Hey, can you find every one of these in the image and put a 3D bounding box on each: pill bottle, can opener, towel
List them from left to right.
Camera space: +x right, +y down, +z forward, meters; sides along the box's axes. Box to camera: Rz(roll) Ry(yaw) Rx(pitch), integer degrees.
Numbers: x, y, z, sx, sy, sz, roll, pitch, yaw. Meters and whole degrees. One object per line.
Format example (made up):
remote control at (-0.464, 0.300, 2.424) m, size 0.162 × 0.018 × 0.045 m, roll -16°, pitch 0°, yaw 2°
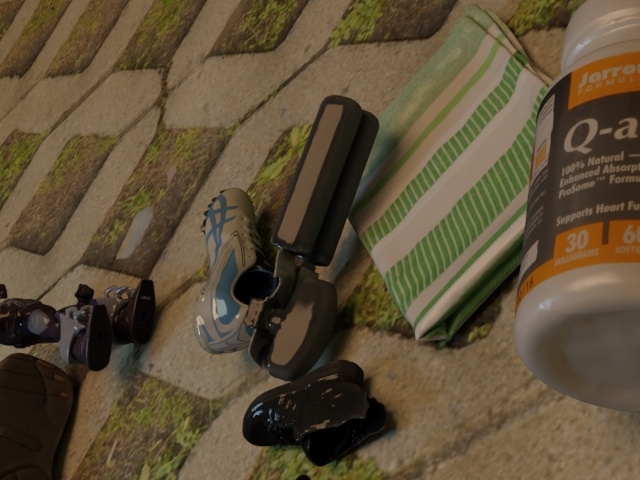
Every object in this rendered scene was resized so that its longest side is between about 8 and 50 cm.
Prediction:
can opener at (0.000, 0.000, 1.264) m, size 0.093 × 0.074 × 0.280 m, roll 12°, pitch 80°, yaw 31°
towel at (0.124, -0.070, 1.205) m, size 0.248 × 0.038 × 0.325 m, roll -49°, pitch 30°, yaw 14°
pill bottle at (0.223, -0.036, 0.897) m, size 0.162 × 0.162 × 0.278 m, roll -26°, pitch 42°, yaw 43°

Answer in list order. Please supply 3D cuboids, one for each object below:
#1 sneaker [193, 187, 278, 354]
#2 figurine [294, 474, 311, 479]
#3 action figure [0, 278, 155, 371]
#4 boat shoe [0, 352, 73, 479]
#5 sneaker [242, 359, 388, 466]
sneaker at (-0.082, 0.027, 1.388) m, size 0.086 × 0.085 × 0.237 m, roll -16°, pitch 39°, yaw 13°
figurine at (-0.079, 0.321, 1.088) m, size 0.215 × 0.092 × 0.209 m, roll -42°, pitch 24°, yaw 26°
action figure at (-0.331, 0.096, 1.610) m, size 0.285 × 0.185 × 0.099 m, roll 1°, pitch 96°, yaw 41°
boat shoe at (-0.388, 0.297, 1.537) m, size 0.130 × 0.132 × 0.355 m, roll -50°, pitch 15°, yaw 40°
sneaker at (-0.010, 0.164, 1.159) m, size 0.170 × 0.051 × 0.089 m, roll -33°, pitch 32°, yaw 30°
